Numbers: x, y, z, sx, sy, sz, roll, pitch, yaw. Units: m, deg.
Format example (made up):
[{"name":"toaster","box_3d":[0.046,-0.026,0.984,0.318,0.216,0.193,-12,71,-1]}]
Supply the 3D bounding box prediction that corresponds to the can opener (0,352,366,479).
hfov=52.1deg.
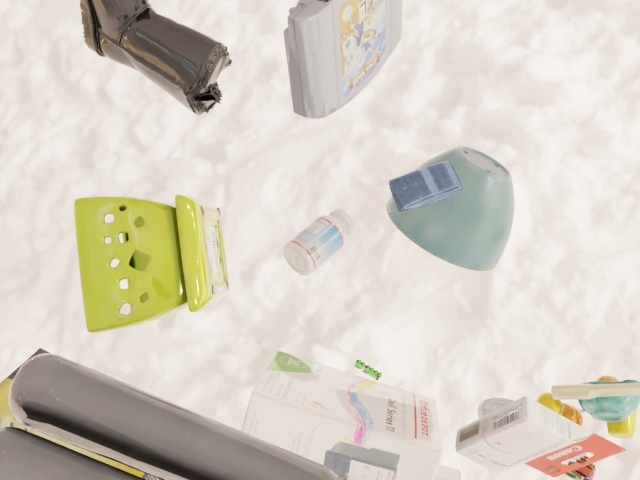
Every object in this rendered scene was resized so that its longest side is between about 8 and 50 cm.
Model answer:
[{"name":"can opener","box_3d":[-0.013,0.128,0.304,0.095,0.283,0.076,-50,18,50]}]

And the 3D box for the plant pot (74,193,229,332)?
[{"name":"plant pot","box_3d":[-0.281,0.031,1.154,0.207,0.227,0.228,-8,88,4]}]

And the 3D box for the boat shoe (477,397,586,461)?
[{"name":"boat shoe","box_3d":[0.514,0.486,1.636,0.094,0.302,0.109,-52,14,57]}]

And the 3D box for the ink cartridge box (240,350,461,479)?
[{"name":"ink cartridge box","box_3d":[0.068,0.299,1.006,0.353,0.207,0.119,17,100,4]}]

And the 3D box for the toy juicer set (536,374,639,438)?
[{"name":"toy juicer set","box_3d":[0.560,0.323,1.368,0.209,0.329,0.089,1,60,20]}]

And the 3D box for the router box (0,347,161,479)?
[{"name":"router box","box_3d":[-0.367,0.307,0.902,0.309,0.081,0.243,17,47,27]}]

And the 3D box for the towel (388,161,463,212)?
[{"name":"towel","box_3d":[0.183,-0.095,1.144,0.119,0.029,0.067,-19,72,-6]}]

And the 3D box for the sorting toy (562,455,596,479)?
[{"name":"sorting toy","box_3d":[0.559,0.485,1.402,0.061,0.102,0.042,35,69,7]}]

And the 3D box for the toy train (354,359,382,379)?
[{"name":"toy train","box_3d":[0.123,0.335,1.694,0.024,0.083,0.017,-62,15,-22]}]

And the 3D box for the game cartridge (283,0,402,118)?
[{"name":"game cartridge","box_3d":[0.049,-0.332,1.044,0.062,0.198,0.297,20,52,28]}]

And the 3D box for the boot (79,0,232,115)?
[{"name":"boot","box_3d":[-0.208,-0.290,0.836,0.207,0.246,0.094,30,57,7]}]

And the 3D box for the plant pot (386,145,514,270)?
[{"name":"plant pot","box_3d":[0.321,-0.096,1.484,0.195,0.290,0.290,-64,35,27]}]

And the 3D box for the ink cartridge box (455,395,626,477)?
[{"name":"ink cartridge box","box_3d":[0.391,0.376,1.170,0.189,0.232,0.066,-48,14,46]}]

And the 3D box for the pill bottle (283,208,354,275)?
[{"name":"pill bottle","box_3d":[0.000,0.000,1.442,0.087,0.087,0.160,16,46,45]}]
